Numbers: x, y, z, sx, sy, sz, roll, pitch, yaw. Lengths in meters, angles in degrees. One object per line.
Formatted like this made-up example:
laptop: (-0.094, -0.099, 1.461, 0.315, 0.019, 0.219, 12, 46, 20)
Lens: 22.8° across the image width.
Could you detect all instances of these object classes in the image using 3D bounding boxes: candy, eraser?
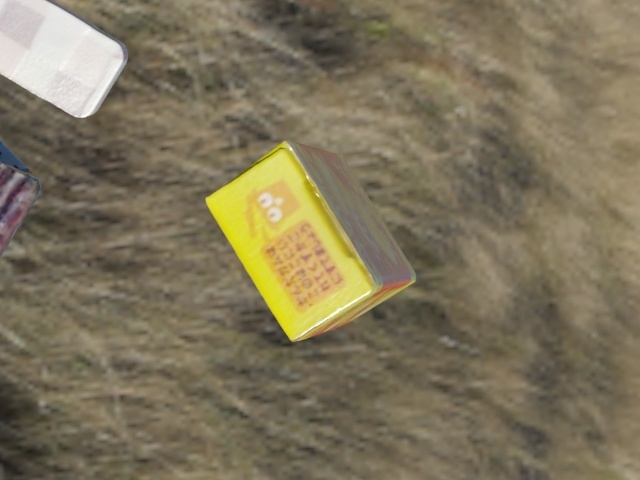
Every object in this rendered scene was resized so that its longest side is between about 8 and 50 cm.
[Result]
candy: (0.000, 0.000, 1.370, 0.146, 0.088, 0.276, 57, 9, 4)
eraser: (-0.198, -0.139, 1.149, 0.065, 0.105, 0.026, -58, -177, 7)

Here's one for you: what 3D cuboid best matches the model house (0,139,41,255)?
model house: (-0.399, -0.030, 1.505, 0.248, 0.280, 0.230, 34, 14, -11)
